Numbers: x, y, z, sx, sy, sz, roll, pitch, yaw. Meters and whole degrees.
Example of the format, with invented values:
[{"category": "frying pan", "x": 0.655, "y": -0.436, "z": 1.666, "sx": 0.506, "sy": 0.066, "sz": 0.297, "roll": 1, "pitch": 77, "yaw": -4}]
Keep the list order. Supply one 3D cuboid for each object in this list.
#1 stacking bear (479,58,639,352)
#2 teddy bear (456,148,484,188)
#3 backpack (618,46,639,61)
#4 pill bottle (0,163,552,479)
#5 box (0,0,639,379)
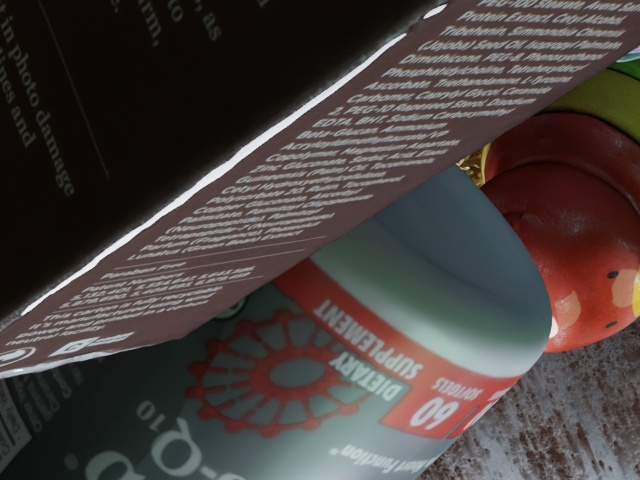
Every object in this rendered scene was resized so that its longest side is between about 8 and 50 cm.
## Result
[{"category": "stacking bear", "x": 0.174, "y": -0.045, "z": 0.828, "sx": 0.289, "sy": 0.164, "sz": 0.175, "roll": -51, "pitch": 152, "yaw": -40}, {"category": "teddy bear", "x": 0.000, "y": 0.000, "z": 1.093, "sx": 0.338, "sy": 0.113, "sz": 0.245, "roll": -24, "pitch": 170, "yaw": 5}, {"category": "backpack", "x": 0.236, "y": -0.173, "z": 0.641, "sx": 0.253, "sy": 0.191, "sz": 0.225, "roll": -10, "pitch": 164, "yaw": -29}, {"category": "pill bottle", "x": -0.075, "y": 0.095, "z": 0.687, "sx": 0.363, "sy": 0.210, "sz": 0.210, "roll": -48, "pitch": 159, "yaw": 20}, {"category": "box", "x": -0.012, "y": -0.115, "z": 0.412, "sx": 0.143, "sy": 0.191, "sz": 0.381, "roll": -9, "pitch": 163, "yaw": -47}]
